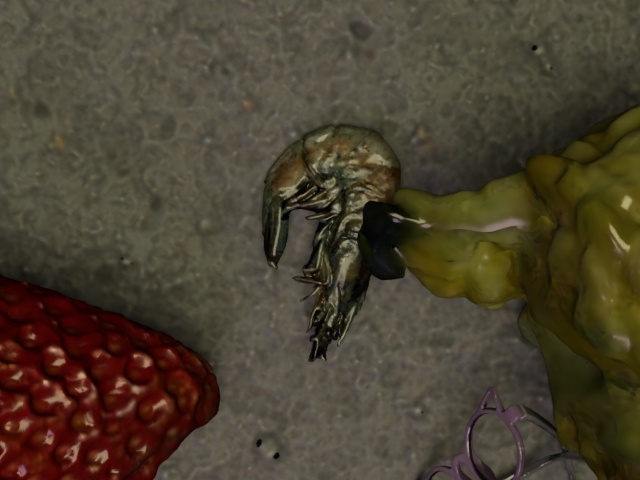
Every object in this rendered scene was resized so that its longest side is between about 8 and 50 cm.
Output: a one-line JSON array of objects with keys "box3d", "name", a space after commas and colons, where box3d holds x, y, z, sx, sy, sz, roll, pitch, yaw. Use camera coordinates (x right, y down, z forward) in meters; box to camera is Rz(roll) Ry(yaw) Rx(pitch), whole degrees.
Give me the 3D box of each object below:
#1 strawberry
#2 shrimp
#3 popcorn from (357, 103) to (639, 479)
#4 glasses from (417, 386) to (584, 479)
[{"box3d": [-0.184, 0.112, 0.978, 0.244, 0.205, 0.205, -4, 98, -22], "name": "strawberry"}, {"box3d": [0.000, 0.000, 1.039, 0.091, 0.034, 0.161, 13, 90, 9], "name": "shrimp"}, {"box3d": [0.221, 0.035, 0.945, 0.237, 0.293, 0.293, -35, 98, -34], "name": "popcorn"}, {"box3d": [0.138, 0.149, 1.042, 0.104, 0.140, 0.062, -8, 54, -32], "name": "glasses"}]
